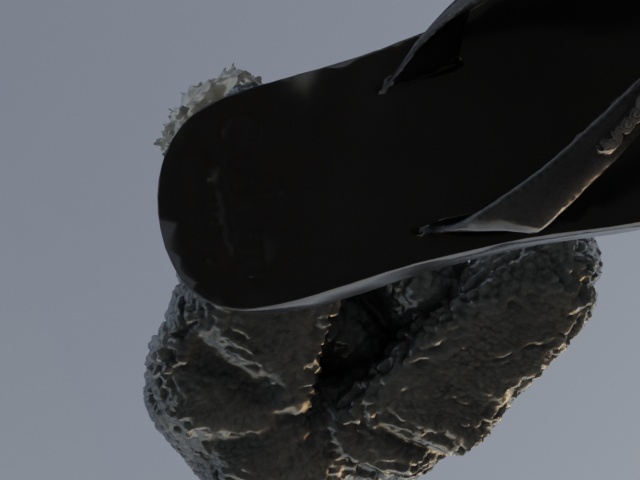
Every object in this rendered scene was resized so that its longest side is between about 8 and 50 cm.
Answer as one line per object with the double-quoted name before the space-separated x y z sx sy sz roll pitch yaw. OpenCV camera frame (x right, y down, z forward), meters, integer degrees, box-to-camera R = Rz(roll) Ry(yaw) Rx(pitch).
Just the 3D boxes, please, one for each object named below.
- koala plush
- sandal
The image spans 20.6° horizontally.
"koala plush" 0.000 0.000 0.870 0.196 0.221 0.203 21 -60 -18
"sandal" 0.059 -0.039 0.525 0.054 0.254 0.097 15 -127 -63
